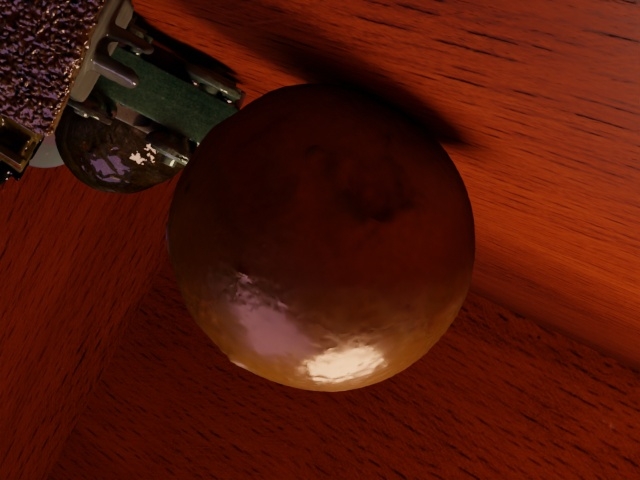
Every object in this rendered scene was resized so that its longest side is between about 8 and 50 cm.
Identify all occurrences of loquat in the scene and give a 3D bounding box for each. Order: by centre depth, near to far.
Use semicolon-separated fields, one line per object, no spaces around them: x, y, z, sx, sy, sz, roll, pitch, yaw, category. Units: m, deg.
0.000;0.000;1.377;0.328;0.328;0.328;28;178;1;loquat

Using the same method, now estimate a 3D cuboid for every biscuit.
-0.309;-0.224;1.439;0.131;0.231;0.025;28;-148;0;biscuit

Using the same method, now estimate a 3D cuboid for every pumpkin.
-0.317;-0.186;2.249;0.242;0.232;0.325;26;-177;-38;pumpkin

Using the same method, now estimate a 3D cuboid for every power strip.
-0.296;-0.247;1.544;0.224;0.139;0.140;29;177;-1;power strip

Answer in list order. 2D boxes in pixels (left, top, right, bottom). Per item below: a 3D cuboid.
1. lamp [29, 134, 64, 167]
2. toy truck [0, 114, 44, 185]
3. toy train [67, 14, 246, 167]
-0.538;-0.265;2.455;0.247;0.247;0.301;7;-137;-41;lamp
-0.439;-0.177;1.564;0.257;0.127;0.127;32;171;-8;toy truck
-0.240;-0.210;1.786;0.304;0.150;0.221;27;-175;-23;toy train
